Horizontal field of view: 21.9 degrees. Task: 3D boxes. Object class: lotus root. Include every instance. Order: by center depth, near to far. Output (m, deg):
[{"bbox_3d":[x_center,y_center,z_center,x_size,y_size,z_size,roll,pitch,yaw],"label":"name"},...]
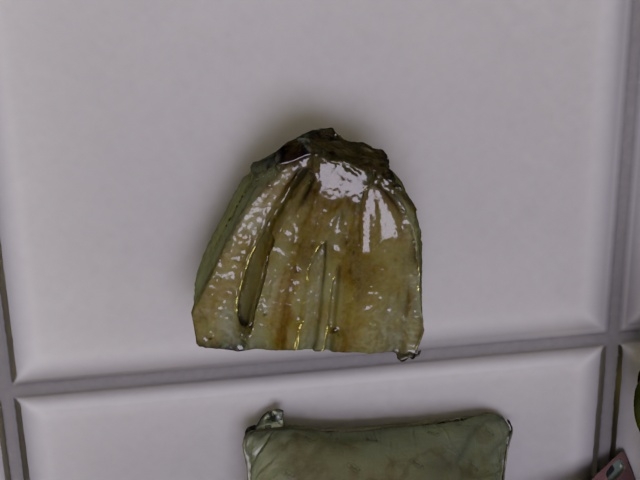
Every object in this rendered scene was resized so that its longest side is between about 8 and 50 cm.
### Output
[{"bbox_3d":[0.001,-0.002,0.999,0.143,0.070,0.144,10,120,-7],"label":"lotus root"}]

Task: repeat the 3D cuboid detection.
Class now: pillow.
[{"bbox_3d":[0.043,0.259,1.092,0.184,0.075,0.303,-2,90,-12],"label":"pillow"}]

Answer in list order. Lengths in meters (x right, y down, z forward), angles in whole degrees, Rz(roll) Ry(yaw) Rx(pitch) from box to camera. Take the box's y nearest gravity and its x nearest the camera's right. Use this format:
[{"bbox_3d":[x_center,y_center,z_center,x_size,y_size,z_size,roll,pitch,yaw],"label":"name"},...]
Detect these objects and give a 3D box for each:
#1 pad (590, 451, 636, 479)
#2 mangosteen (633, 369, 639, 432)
[{"bbox_3d":[0.203,0.250,1.170,0.113,0.006,0.188,-39,122,-22],"label":"pad"},{"bbox_3d":[0.327,0.139,1.030,0.287,0.233,0.288,-1,115,-2],"label":"mangosteen"}]
